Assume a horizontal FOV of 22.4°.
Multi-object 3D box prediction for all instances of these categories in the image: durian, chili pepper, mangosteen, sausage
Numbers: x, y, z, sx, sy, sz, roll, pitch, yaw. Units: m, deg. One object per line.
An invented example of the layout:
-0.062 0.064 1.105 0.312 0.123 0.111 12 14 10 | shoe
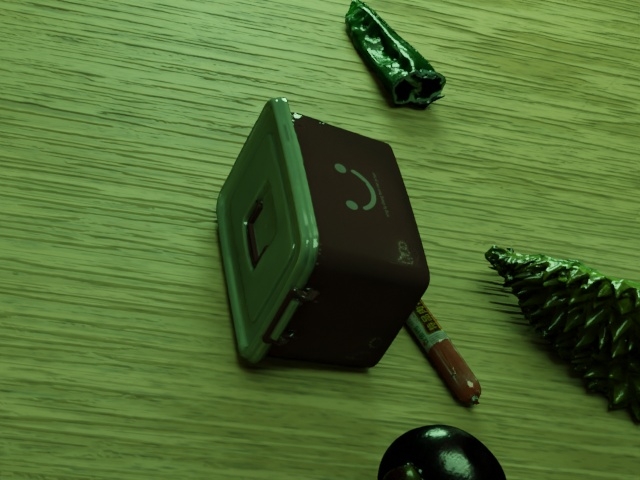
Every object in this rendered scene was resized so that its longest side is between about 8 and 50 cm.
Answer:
0.379 0.089 1.922 0.394 0.163 0.198 24 36 10 | durian
0.093 -0.275 2.274 0.088 0.059 0.227 1 39 -31 | chili pepper
0.113 0.258 1.614 0.137 0.137 0.151 36 36 16 | mangosteen
0.117 0.097 1.877 0.034 0.034 0.253 -10 49 -34 | sausage

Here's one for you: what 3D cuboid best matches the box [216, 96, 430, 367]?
0.000 0.000 1.817 0.168 0.193 0.294 14 39 -24 | box
